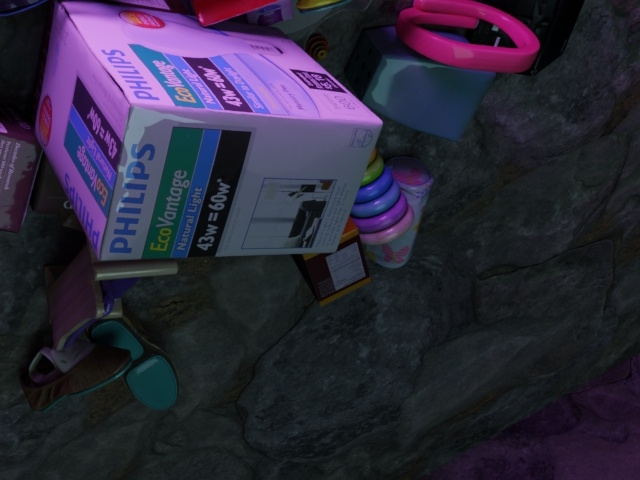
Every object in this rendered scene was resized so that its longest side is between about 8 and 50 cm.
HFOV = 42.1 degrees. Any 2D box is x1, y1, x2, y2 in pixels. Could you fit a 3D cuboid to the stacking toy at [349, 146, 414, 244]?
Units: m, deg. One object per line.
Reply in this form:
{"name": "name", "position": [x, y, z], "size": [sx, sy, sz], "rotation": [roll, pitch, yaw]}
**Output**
{"name": "stacking toy", "position": [0.083, -0.154, 1.723], "size": [0.141, 0.141, 0.330], "rotation": [-28, 122, -5]}

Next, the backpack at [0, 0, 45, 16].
{"name": "backpack", "position": [-0.409, -0.437, 1.085], "size": [0.263, 0.213, 0.276], "rotation": [-35, 135, -9]}

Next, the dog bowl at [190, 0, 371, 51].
{"name": "dog bowl", "position": [-0.065, -0.466, 1.364], "size": [0.349, 0.102, 0.348], "rotation": [-18, 138, -17]}

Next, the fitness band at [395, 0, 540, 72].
{"name": "fitness band", "position": [0.280, -0.391, 1.582], "size": [0.291, 0.209, 0.054], "rotation": [-3, 134, -26]}

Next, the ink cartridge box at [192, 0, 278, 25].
{"name": "ink cartridge box", "position": [-0.080, -0.480, 1.145], "size": [0.309, 0.272, 0.130], "rotation": [-19, -177, 5]}

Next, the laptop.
{"name": "laptop", "position": [0.440, -0.483, 1.750], "size": [0.264, 0.136, 0.234], "rotation": [7, 131, -6]}

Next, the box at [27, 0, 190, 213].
{"name": "box", "position": [-0.363, -0.231, 1.362], "size": [0.191, 0.143, 0.381], "rotation": [0, 128, -33]}

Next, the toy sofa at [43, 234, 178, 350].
{"name": "toy sofa", "position": [-0.395, 0.084, 1.541], "size": [0.150, 0.177, 0.362], "rotation": [-4, 164, -31]}

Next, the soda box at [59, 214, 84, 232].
{"name": "soda box", "position": [-0.413, -0.042, 1.611], "size": [0.181, 0.058, 0.061], "rotation": [23, 116, -45]}

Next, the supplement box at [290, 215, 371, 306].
{"name": "supplement box", "position": [0.000, 0.000, 1.820], "size": [0.129, 0.191, 0.194], "rotation": [-26, 140, -8]}

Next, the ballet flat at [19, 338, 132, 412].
{"name": "ballet flat", "position": [-0.534, 0.268, 1.746], "size": [0.342, 0.116, 0.124], "rotation": [-26, 107, 41]}

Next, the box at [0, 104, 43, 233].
{"name": "box", "position": [-0.572, -0.128, 1.303], "size": [0.203, 0.168, 0.167], "rotation": [7, 110, -39]}

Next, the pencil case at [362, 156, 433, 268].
{"name": "pencil case", "position": [0.178, -0.064, 1.936], "size": [0.113, 0.124, 0.273], "rotation": [-52, 161, -44]}

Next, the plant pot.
{"name": "plant pot", "position": [0.181, -0.321, 1.638], "size": [0.234, 0.165, 0.165], "rotation": [6, 128, -27]}

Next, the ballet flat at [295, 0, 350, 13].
{"name": "ballet flat", "position": [0.059, -0.432, 1.355], "size": [0.231, 0.077, 0.077], "rotation": [-19, 118, -20]}

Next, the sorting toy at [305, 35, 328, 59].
{"name": "sorting toy", "position": [-0.027, -0.344, 1.563], "size": [0.102, 0.042, 0.061], "rotation": [-40, 140, 10]}

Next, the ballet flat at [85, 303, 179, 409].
{"name": "ballet flat", "position": [-0.417, 0.244, 1.855], "size": [0.123, 0.123, 0.348], "rotation": [-30, 133, -3]}

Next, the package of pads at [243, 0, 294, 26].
{"name": "package of pads", "position": [-0.085, -0.373, 1.341], "size": [0.083, 0.032, 0.050], "rotation": [-22, 139, -12]}

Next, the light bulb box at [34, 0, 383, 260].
{"name": "light bulb box", "position": [-0.174, -0.160, 1.183], "size": [0.361, 0.358, 0.225], "rotation": [-1, 124, -33]}
